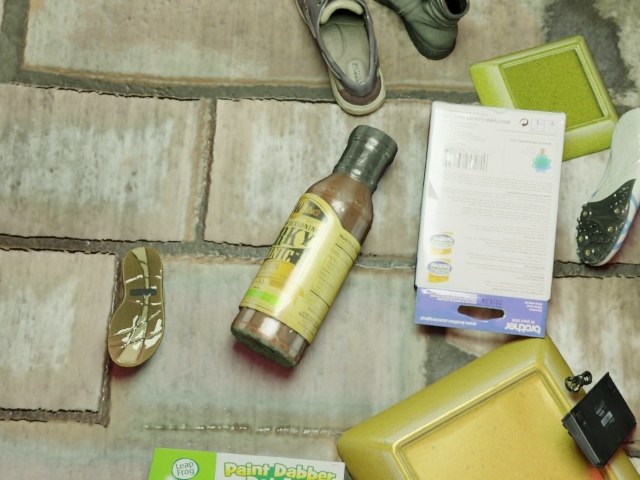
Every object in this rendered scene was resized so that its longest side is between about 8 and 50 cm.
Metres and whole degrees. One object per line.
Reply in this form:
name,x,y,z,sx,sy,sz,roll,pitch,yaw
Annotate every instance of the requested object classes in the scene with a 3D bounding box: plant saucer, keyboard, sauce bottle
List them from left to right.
sauce bottle,0.000,0.000,1.377,0.111,0.111,0.344,26,72,7
plant saucer,0.239,0.312,1.288,0.333,0.081,0.332,-28,72,-9
plant saucer,0.337,-0.210,1.484,0.188,0.045,0.188,-16,73,-6
keyboard,0.349,0.216,1.293,0.023,0.180,0.108,-34,82,30

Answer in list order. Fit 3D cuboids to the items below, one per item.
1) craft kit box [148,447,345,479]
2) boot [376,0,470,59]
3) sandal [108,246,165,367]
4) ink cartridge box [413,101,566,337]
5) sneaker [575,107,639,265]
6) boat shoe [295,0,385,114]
craft kit box,-0.099,0.373,1.223,0.250,0.060,0.246,4,39,0
boot,0.130,-0.392,1.477,0.083,0.161,0.246,-36,76,-12
sandal,-0.245,0.093,1.376,0.072,0.049,0.180,3,57,-6
ink cartridge box,0.230,-0.028,1.396,0.186,0.065,0.310,6,81,1
sneaker,0.431,-0.069,1.427,0.086,0.085,0.237,28,81,-36
boat shoe,0.029,-0.326,1.489,0.103,0.092,0.285,-14,73,-6
